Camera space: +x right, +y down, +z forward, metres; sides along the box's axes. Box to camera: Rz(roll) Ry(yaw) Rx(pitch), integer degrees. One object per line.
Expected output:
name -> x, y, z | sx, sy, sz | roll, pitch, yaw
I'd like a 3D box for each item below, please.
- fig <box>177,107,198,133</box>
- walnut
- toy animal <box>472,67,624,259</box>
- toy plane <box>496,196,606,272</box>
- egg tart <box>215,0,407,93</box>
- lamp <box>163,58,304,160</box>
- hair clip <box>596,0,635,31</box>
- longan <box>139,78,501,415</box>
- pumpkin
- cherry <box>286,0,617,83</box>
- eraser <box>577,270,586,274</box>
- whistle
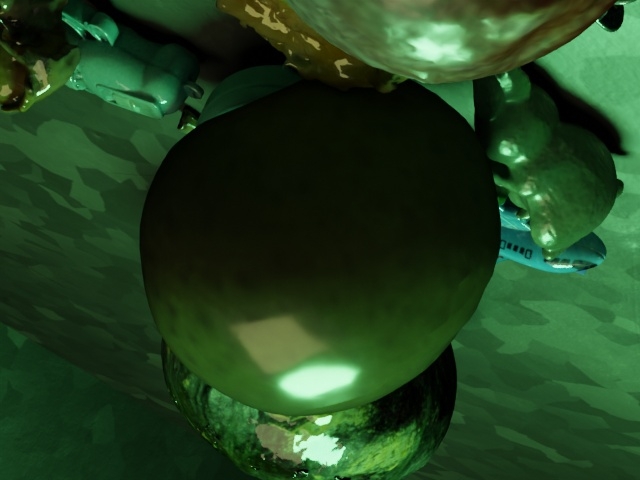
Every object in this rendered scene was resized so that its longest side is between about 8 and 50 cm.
fig -> -0.062, -0.058, 1.740 | 0.321, 0.217, 0.217 | 50, 161, 7
walnut -> -0.365, -0.266, 1.490 | 0.204, 0.141, 0.238 | 0, 122, 38
toy animal -> 0.213, -0.109, 1.399 | 0.125, 0.127, 0.251 | 17, 149, 46
toy plane -> 0.210, -0.023, 1.597 | 0.271, 0.105, 0.254 | 10, 158, 27
egg tart -> 0.008, -0.239, 1.165 | 0.345, 0.132, 0.345 | 27, 163, 9
lamp -> -0.062, -0.093, 1.564 | 0.284, 0.147, 0.209 | -34, 114, 16
hair clip -> 0.164, -0.245, 1.171 | 0.229, 0.039, 0.070 | 22, 162, 1
longan -> 0.000, 0.000, 1.340 | 0.360, 0.361, 0.361 | 19, 160, 7
pumpkin -> -0.015, 0.189, 1.981 | 0.454, 0.344, 0.454 | 18, 180, 0
cherry -> 0.057, -0.272, 0.844 | 0.335, 0.291, 0.326 | -128, 24, -49
eraser -> 0.300, 0.009, 1.701 | 0.084, 0.027, 0.063 | 19, 159, 8
whistle -> -0.260, -0.212, 1.616 | 0.273, 0.093, 0.186 | 19, 158, 17
